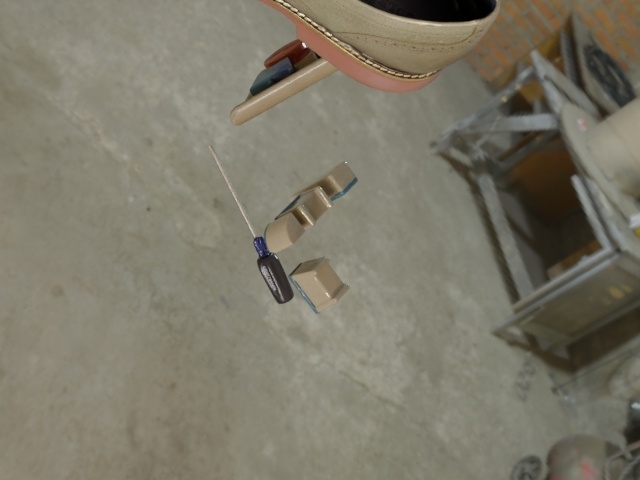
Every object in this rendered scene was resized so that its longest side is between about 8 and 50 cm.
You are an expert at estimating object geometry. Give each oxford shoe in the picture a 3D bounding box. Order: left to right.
[{"bbox_3d":[-0.043,-0.252,0.586,0.397,0.146,0.140,24,80,-15],"label":"oxford shoe"}]

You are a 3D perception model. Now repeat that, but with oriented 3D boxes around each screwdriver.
[{"bbox_3d":[-0.066,-0.015,0.769,0.024,0.025,0.170,-33,109,-31],"label":"screwdriver"}]

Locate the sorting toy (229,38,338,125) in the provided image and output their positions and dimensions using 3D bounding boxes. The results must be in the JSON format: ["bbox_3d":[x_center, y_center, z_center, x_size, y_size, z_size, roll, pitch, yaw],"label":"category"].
[{"bbox_3d":[0.034,-0.253,0.989,0.041,0.307,0.229,58,20,-18],"label":"sorting toy"}]

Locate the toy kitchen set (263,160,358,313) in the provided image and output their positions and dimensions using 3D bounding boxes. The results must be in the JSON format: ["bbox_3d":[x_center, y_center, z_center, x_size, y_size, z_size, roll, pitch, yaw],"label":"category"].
[{"bbox_3d":[0.000,0.000,1.371,0.166,0.122,0.207,53,50,-11],"label":"toy kitchen set"}]
